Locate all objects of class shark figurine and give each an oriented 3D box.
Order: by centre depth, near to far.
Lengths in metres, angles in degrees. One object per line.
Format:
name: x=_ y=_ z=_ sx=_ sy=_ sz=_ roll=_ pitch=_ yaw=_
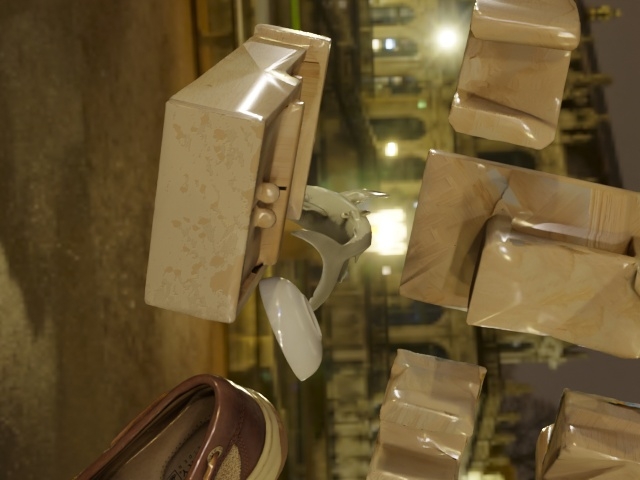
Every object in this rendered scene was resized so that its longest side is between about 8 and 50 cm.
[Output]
shark figurine: x=0.022 y=0.009 z=1.356 sx=0.278 sy=0.166 sz=0.116 roll=-121 pitch=-146 yaw=-66

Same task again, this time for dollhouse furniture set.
dollhouse furniture set: x=0.098 y=-0.023 z=0.836 sx=0.256 sy=0.394 sz=0.362 roll=-64 pitch=165 yaw=-66

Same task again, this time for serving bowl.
serving bowl: x=-0.018 y=0.063 z=0.816 sx=0.083 sy=0.027 sz=0.083 roll=-22 pitch=90 yaw=-86

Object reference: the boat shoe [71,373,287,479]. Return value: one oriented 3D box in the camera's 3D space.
boat shoe: x=-0.169 y=0.227 z=0.753 sx=0.123 sy=0.342 sz=0.123 roll=44 pitch=-4 yaw=27
